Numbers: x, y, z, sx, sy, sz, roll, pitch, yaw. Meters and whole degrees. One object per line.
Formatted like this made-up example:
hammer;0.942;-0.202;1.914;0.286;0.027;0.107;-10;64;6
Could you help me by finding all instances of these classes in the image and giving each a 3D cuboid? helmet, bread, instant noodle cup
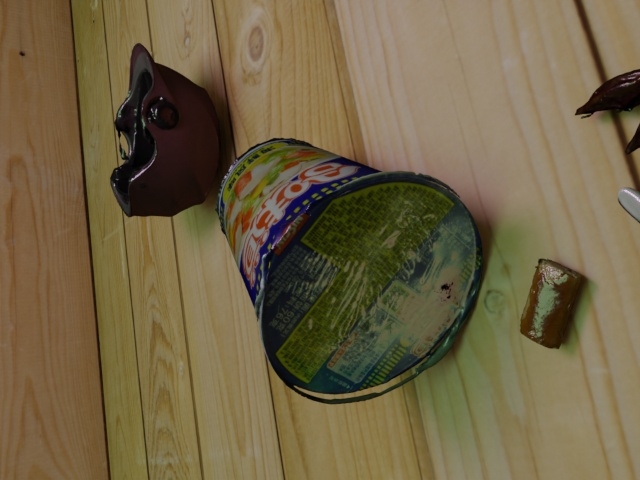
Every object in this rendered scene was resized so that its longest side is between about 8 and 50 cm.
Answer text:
helmet;-0.303;-0.206;1.264;0.271;0.197;0.339;10;92;62
bread;0.233;0.064;0.629;0.047;0.036;0.083;26;110;44
instant noodle cup;0.000;0.000;0.790;0.312;0.284;0.284;44;125;56

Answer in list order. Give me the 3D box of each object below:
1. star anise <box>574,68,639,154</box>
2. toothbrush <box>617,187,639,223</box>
star anise;0.314;-0.110;0.495;0.212;0.053;0.157;-39;55;44
toothbrush;0.342;0.053;0.487;0.288;0.024;0.021;57;136;35
